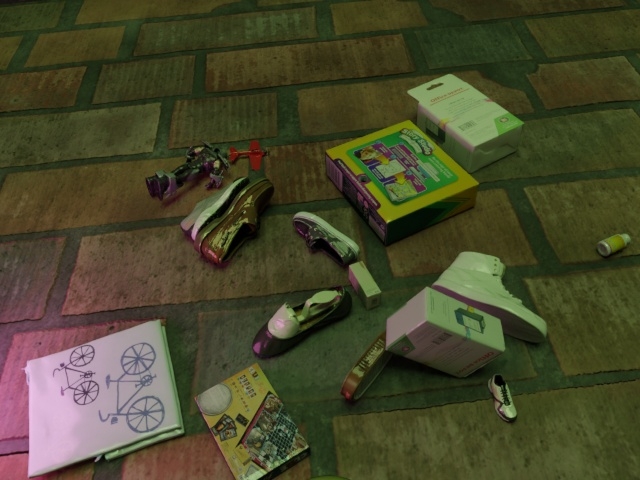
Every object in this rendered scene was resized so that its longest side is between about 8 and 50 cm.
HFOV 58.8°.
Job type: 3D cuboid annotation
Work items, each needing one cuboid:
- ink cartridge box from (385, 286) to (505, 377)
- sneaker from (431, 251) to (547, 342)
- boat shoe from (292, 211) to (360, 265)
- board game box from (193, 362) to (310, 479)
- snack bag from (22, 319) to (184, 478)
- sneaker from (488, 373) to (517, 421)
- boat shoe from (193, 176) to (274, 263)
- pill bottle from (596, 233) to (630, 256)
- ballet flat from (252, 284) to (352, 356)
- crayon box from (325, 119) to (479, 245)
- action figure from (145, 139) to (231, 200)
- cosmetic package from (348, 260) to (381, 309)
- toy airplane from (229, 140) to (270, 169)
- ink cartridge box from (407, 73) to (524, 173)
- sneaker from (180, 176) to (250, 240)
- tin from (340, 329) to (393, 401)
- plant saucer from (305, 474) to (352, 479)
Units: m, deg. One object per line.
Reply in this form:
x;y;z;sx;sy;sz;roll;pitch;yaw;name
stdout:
0.273;0.209;1.257;0.212;0.154;0.093;25;45;-17;ink cartridge box
0.445;0.122;1.411;0.292;0.108;0.169;27;58;28;sneaker
0.000;0.000;1.584;0.228;0.080;0.076;34;57;21;boat shoe
-0.152;0.405;1.245;0.165;0.042;0.243;-26;51;-18;board game box
-0.508;0.362;1.317;0.342;0.037;0.323;-17;48;-12;snack bag
0.402;0.346;1.254;0.040;0.044;0.109;-11;50;-8;sneaker
-0.220;-0.052;1.633;0.104;0.111;0.307;30;66;23;boat shoe
0.791;0.010;1.528;0.083;0.043;0.043;-21;50;-14;pill bottle
-0.049;0.184;1.401;0.280;0.096;0.095;-28;52;-19;ballet flat
0.235;-0.187;1.712;0.313;0.106;0.363;-22;50;-17;crayon box
-0.409;-0.224;1.808;0.285;0.099;0.185;-31;45;-26;action figure
0.115;0.116;1.476;0.041;0.060;0.115;-18;50;-13;cosmetic package
-0.243;-0.291;1.895;0.151;0.028;0.151;-2;49;2;toy airplane
0.460;-0.395;1.872;0.207;0.119;0.353;-25;52;-17;ink cartridge box
-0.307;-0.106;1.687;0.108;0.100;0.271;22;53;29;sneaker
0.115;0.285;1.292;0.040;0.106;0.189;33;58;20;tin
0.013;0.566;1.088;0.241;0.037;0.241;-2;47;2;plant saucer
